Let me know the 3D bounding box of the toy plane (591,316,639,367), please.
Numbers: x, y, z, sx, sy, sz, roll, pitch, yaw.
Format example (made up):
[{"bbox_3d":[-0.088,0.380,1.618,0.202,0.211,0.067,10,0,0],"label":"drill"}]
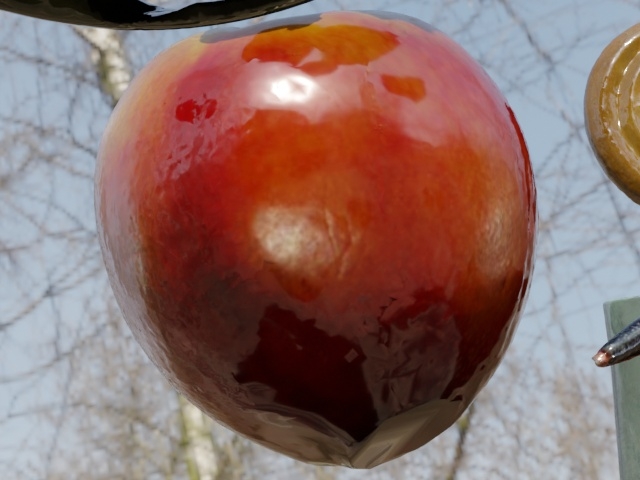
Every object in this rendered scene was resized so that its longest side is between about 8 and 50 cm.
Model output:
[{"bbox_3d":[0.187,0.019,0.636,0.189,0.130,0.061,-20,-20,-48],"label":"toy plane"}]

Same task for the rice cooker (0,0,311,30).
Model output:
[{"bbox_3d":[-0.073,-0.254,0.588,0.335,0.325,0.335,-12,14,3],"label":"rice cooker"}]

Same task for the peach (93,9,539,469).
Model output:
[{"bbox_3d":[0.000,0.000,1.139,0.388,0.388,0.388,-12,-27,-6],"label":"peach"}]

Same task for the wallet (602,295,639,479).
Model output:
[{"bbox_3d":[0.344,0.153,1.086,0.054,0.251,0.290,4,-9,-34],"label":"wallet"}]

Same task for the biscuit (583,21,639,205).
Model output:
[{"bbox_3d":[0.414,-0.137,1.484,0.261,0.262,0.037,-12,-21,-6],"label":"biscuit"}]
